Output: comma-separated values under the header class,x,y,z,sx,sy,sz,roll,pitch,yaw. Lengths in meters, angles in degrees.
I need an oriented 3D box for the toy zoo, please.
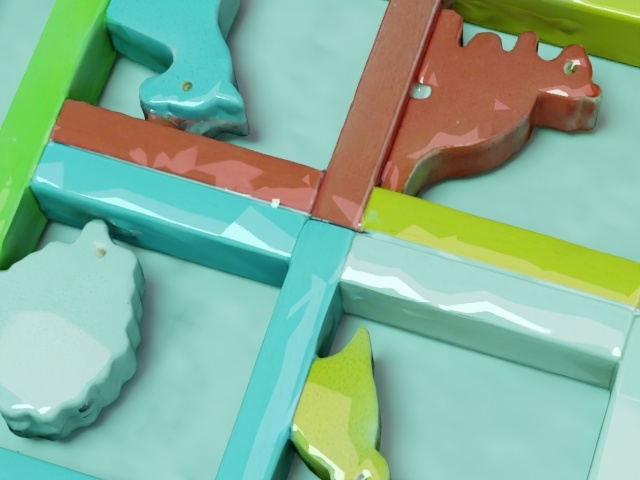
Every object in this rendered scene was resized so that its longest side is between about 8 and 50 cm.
class,x,y,z,sx,sy,sz,roll,pitch,yaw
toy zoo,0.000,0.000,0.497,0.293,0.030,0.192,16,71,10
